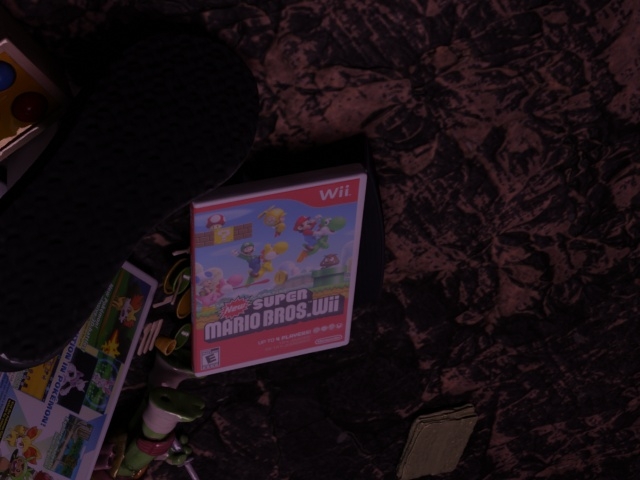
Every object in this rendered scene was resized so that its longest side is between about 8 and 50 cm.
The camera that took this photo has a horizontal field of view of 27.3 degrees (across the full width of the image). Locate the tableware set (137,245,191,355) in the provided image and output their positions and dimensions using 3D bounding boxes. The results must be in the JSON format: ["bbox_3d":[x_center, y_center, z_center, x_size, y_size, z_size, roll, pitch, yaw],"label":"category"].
[{"bbox_3d":[-0.163,0.072,1.582,0.104,0.024,0.154,-19,134,-61],"label":"tableware set"}]

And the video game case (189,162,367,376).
[{"bbox_3d":[-0.053,0.040,1.554,0.204,0.025,0.285,-11,135,-16],"label":"video game case"}]

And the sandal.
[{"bbox_3d":[-0.219,-0.056,1.276,0.107,0.446,0.167,-14,118,46],"label":"sandal"}]

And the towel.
[{"bbox_3d":[0.176,0.308,2.008,0.110,0.027,0.148,-6,133,-22],"label":"towel"}]

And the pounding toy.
[{"bbox_3d":[-0.323,-0.129,1.284,0.141,0.100,0.130,-34,136,8],"label":"pounding toy"}]

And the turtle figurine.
[{"bbox_3d":[-0.190,0.290,1.695,0.198,0.274,0.266,-27,148,-56],"label":"turtle figurine"}]

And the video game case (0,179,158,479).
[{"bbox_3d":[-0.332,0.130,1.418,0.036,0.329,0.300,0,154,39],"label":"video game case"}]

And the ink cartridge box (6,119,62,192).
[{"bbox_3d":[-0.265,-0.048,1.373,0.090,0.143,0.092,-31,140,31],"label":"ink cartridge box"}]

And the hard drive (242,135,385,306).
[{"bbox_3d":[0.000,0.000,1.601,0.172,0.054,0.255,-17,137,-10],"label":"hard drive"}]
